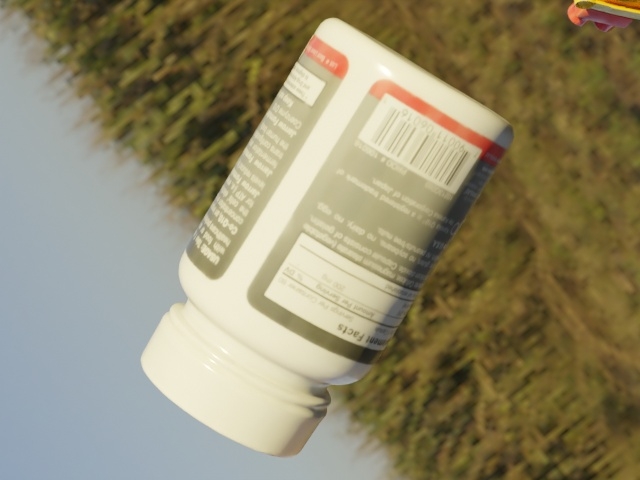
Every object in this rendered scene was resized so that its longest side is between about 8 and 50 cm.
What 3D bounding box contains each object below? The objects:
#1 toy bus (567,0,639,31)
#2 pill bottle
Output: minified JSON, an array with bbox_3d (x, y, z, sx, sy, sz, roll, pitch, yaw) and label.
[{"bbox_3d":[0.340,-0.272,1.574,0.211,0.220,0.149,128,144,-55],"label":"toy bus"},{"bbox_3d":[0.000,0.000,1.165,0.161,0.283,0.161,31,-172,-5],"label":"pill bottle"}]
